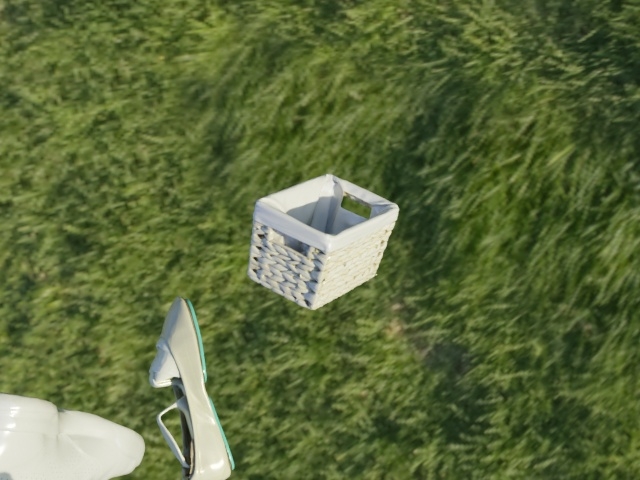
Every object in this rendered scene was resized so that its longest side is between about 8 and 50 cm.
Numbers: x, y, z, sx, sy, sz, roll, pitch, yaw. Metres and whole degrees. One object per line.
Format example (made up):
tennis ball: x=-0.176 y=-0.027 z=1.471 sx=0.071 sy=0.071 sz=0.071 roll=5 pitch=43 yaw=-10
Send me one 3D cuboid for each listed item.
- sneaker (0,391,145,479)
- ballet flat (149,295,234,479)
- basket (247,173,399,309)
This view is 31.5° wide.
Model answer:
sneaker: x=-0.197 y=0.163 z=0.800 sx=0.080 sy=0.212 sz=0.094 roll=5 pitch=76 yaw=20
ballet flat: x=-0.178 y=0.197 z=1.465 sx=0.086 sy=0.086 sz=0.248 roll=-20 pitch=83 yaw=37
basket: x=0.000 y=0.000 z=1.351 sx=0.113 sy=0.167 sz=0.103 roll=27 pitch=116 yaw=24
